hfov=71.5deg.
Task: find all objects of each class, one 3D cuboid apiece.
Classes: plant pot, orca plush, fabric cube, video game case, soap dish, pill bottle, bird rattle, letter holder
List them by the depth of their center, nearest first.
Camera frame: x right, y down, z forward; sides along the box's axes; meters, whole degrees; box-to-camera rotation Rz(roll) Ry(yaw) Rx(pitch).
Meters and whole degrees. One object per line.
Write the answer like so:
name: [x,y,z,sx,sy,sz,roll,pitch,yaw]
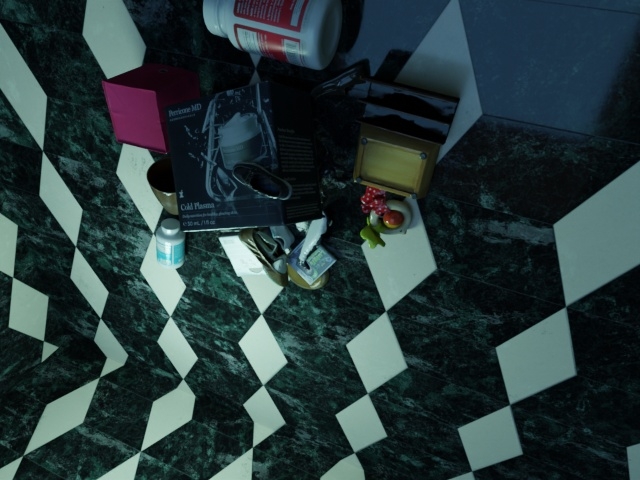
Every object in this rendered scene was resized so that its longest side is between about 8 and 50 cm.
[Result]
letter holder: [0.265,-0.412,1.408,0.302,0.214,0.152,19,112,13]
pill bottle: [-0.154,-0.706,1.420,0.408,0.229,0.229,20,130,13]
soap dish: [0.260,-0.280,1.592,0.291,0.118,0.228,18,129,13]
bird rattle: [0.255,-0.101,1.746,0.207,0.143,0.253,3,123,1]
fabric cube: [-0.658,-0.535,1.782,0.254,0.258,0.259,17,129,17]
orca plush: [0.000,0.000,1.937,0.102,0.151,0.287,9,109,-29]
video game case: [-0.048,0.088,2.042,0.173,0.022,0.190,44,117,-1]
plant pot: [-0.681,-0.232,2.072,0.215,0.215,0.230,27,146,7]
plant pot: [-0.074,0.147,2.131,0.236,0.032,0.236,14,129,18]
pill bottle: [-0.780,0.014,2.317,0.146,0.146,0.264,25,130,9]

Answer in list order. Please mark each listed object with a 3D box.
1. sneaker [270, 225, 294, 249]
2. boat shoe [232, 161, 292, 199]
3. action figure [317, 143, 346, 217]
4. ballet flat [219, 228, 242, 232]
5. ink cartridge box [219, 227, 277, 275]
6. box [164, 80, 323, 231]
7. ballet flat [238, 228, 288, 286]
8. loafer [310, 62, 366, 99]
sneaker: [-0.199,-0.053,2.008,0.080,0.094,0.212,-23,111,38]
boat shoe: [-0.199,-0.189,1.410,0.229,0.076,0.080,30,109,18]
action figure: [0.007,-0.237,1.746,0.164,0.141,0.275,27,108,18]
ballet flat: [-0.425,-0.066,2.154,0.173,0.057,0.049,-1,163,28]
ink cartridge box: [-0.335,0.061,2.183,0.275,0.060,0.238,-4,122,29]
box: [-0.278,-0.286,1.647,0.480,0.297,0.471,-3,95,28]
ballet flat: [-0.231,0.064,2.034,0.124,0.116,0.342,-31,101,31]
loafer: [0.061,-0.531,1.535,0.220,0.080,0.078,-15,115,34]
